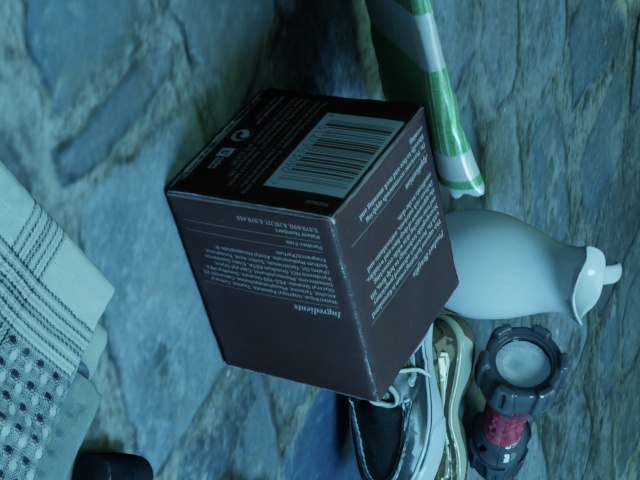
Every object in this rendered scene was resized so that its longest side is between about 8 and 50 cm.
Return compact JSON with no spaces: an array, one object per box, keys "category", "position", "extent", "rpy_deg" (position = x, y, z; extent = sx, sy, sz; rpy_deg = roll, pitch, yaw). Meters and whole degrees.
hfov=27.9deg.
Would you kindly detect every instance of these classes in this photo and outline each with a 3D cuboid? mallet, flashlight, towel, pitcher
[{"category":"mallet","position":[-0.189,0.257,1.021],"extent":[0.062,0.039,0.189],"rpy_deg":[34,74,-57]},{"category":"flashlight","position":[0.225,0.208,1.544],"extent":[0.103,0.103,0.304],"rpy_deg":[-28,152,-17]},{"category":"towel","position":[0.073,-0.216,1.145],"extent":[0.248,0.038,0.324],"rpy_deg":[-115,-170,-68]},{"category":"pitcher","position":[0.227,0.030,1.472],"extent":[0.178,0.207,0.125],"rpy_deg":[-9,107,-58]},{"category":"towel","position":[-0.242,0.093,0.806],"extent":[0.324,0.056,0.312],"rpy_deg":[62,35,-47]}]

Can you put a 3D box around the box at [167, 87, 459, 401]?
[{"category":"box","position":[0.000,0.000,1.126],"extent":[0.168,0.167,0.203],"rpy_deg":[-51,139,-40]}]

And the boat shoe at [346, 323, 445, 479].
[{"category":"boat shoe","position":[0.063,0.125,1.325],"extent":[0.105,0.113,0.306],"rpy_deg":[4,93,-53]}]

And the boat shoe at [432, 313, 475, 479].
[{"category":"boat shoe","position":[0.107,0.211,1.460],"extent":[0.095,0.095,0.257],"rpy_deg":[-5,102,-39]}]
